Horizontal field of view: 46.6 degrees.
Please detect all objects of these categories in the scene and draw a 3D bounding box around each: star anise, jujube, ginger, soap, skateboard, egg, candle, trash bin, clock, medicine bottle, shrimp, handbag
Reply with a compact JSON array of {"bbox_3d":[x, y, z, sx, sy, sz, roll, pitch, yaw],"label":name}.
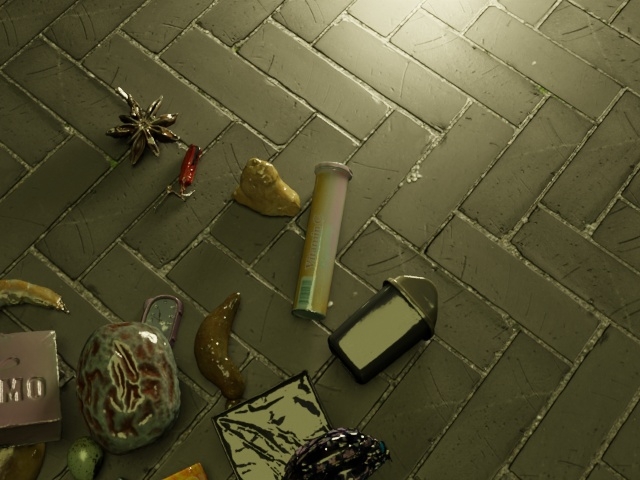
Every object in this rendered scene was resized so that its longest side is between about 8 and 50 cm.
[{"bbox_3d":[-0.513,-0.333,2.134,0.209,0.089,0.231,-7,74,-17],"label":"star anise"},{"bbox_3d":[-0.463,0.345,1.783,0.247,0.215,0.307,-26,76,10],"label":"jujube"},{"bbox_3d":[-0.135,-0.150,2.060,0.193,0.122,0.115,23,50,2],"label":"ginger"},{"bbox_3d":[-0.774,0.355,1.768,0.297,0.107,0.285,-2,44,-24],"label":"soap"},{"bbox_3d":[-0.427,-0.105,2.079,0.064,0.032,0.083,38,70,2],"label":"skateboard"},{"bbox_3d":[-0.568,0.529,1.795,0.085,0.085,0.110,-10,71,-5],"label":"egg"},{"bbox_3d":[-0.373,-0.195,2.111,0.053,0.048,0.162,-2,64,30],"label":"candle"},{"bbox_3d":[0.168,0.218,1.871,0.290,0.209,0.182,-39,76,-9],"label":"trash bin"},{"bbox_3d":[-0.426,0.213,1.940,0.110,0.050,0.152,10,69,3],"label":"clock"},{"bbox_3d":[0.000,0.000,2.008,0.108,0.108,0.425,10,70,3],"label":"medicine bottle"},{"bbox_3d":[-0.828,0.190,1.946,0.287,0.068,0.185,-28,76,-22],"label":"shrimp"},{"bbox_3d":[0.023,0.466,1.548,0.229,0.208,0.126,-22,76,-14],"label":"handbag"}]

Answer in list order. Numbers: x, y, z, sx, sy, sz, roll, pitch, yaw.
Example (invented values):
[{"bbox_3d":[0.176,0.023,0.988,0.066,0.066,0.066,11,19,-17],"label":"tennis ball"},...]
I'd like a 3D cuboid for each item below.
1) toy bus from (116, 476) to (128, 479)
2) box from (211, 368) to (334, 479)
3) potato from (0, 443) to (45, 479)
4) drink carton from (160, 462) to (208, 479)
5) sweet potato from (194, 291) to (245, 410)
[{"bbox_3d":[-0.438,0.640,1.776,0.166,0.047,0.065,42,76,15],"label":"toy bus"},{"bbox_3d":[-0.075,0.516,1.746,0.251,0.204,0.345,-24,71,-11],"label":"box"},{"bbox_3d":[-0.741,0.493,1.803,0.138,0.098,0.243,-27,73,-13],"label":"potato"},{"bbox_3d":[-0.366,0.612,1.731,0.223,0.071,0.096,-19,68,-33],"label":"drink carton"},{"bbox_3d":[-0.259,0.283,1.894,0.124,0.098,0.309,3,65,-23],"label":"sweet potato"}]
